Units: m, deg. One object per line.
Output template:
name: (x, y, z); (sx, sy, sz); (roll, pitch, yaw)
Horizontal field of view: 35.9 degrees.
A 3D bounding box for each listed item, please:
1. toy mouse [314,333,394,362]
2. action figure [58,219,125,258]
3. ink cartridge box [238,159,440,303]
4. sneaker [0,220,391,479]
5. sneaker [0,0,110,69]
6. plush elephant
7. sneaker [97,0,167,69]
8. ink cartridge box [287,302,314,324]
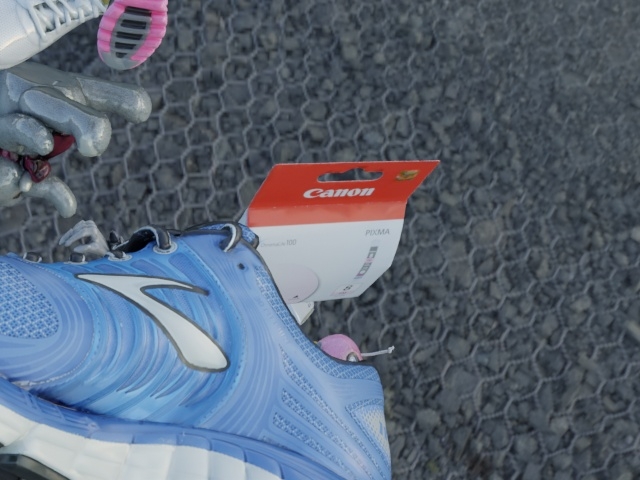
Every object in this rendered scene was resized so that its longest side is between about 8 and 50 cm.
toy mouse: (-0.023, 0.103, 0.849); (0.161, 0.143, 0.031); (-14, 83, 27)
action figure: (-0.210, 0.077, 0.927); (0.275, 0.141, 0.164); (-18, 40, 5)
ink cartridge box: (0.000, 0.000, 1.021); (0.189, 0.232, 0.066); (-4, 69, -27)
sneaker: (-0.101, 0.052, 0.437); (0.330, 0.129, 0.147); (29, 53, -30)
sneaker: (-0.331, -0.323, 1.308); (0.169, 0.108, 0.292); (-1, 36, 31)
plush elephant: (-0.481, -0.150, 1.635); (0.330, 0.255, 0.272); (17, 22, -5)
sneaker: (-0.133, -0.184, 0.719); (0.047, 0.119, 0.057); (14, 19, -22)
ink cartridge box: (-0.138, 0.083, 1.458); (0.212, 0.093, 0.154); (-24, 98, 17)
